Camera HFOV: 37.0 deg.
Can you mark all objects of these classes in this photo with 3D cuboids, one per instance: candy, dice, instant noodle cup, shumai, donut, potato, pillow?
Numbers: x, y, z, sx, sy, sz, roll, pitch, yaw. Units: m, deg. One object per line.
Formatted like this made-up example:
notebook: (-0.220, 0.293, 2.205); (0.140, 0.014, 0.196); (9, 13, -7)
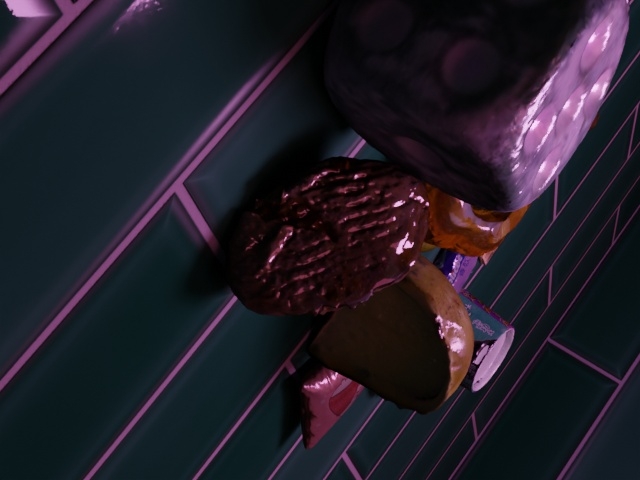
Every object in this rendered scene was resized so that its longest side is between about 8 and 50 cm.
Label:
candy: (0.301, 0.085, 2.259); (0.275, 0.070, 0.145); (-55, 149, 4)
dice: (0.230, -0.269, 1.400); (0.348, 0.328, 0.330); (-56, 156, -5)
instant noodle cup: (0.358, 0.253, 2.411); (0.251, 0.190, 0.251); (-43, 152, -30)
shumai: (-0.001, -0.001, 1.533); (0.346, 0.217, 0.283); (-31, -176, -13)
donut: (0.292, -0.111, 1.826); (0.330, 0.160, 0.330); (-23, 129, -31)
potato: (0.177, 0.152, 1.792); (0.212, 0.280, 0.330); (-36, 159, -42)
pillow: (0.034, 0.294, 1.980); (0.236, 0.084, 0.223); (-45, 151, -31)

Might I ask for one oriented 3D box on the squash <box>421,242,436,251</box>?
squash: (0.190, -0.008, 1.946); (0.258, 0.069, 0.069); (7, 112, -63)

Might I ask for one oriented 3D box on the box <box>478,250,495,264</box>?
box: (0.461, -0.008, 2.508); (0.149, 0.020, 0.073); (-56, 155, -6)

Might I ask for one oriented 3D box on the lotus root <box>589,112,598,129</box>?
lotus root: (0.588, -0.307, 2.272); (0.241, 0.124, 0.123); (0, 103, -59)
